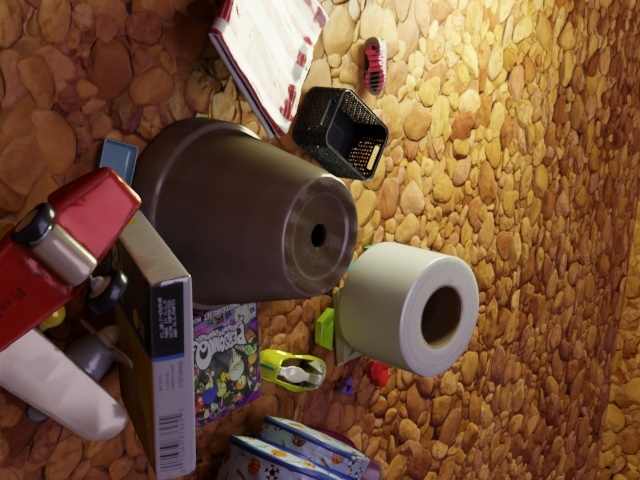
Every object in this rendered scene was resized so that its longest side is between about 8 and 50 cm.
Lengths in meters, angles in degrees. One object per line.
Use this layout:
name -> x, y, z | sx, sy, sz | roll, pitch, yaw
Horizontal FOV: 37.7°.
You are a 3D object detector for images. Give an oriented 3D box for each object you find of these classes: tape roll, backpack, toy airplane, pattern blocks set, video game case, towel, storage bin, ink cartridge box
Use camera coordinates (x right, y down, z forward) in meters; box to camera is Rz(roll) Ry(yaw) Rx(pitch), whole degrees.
tape roll -> 0.181, 0.135, 1.887 | 0.246, 0.169, 0.246 | -12, 107, -42
backpack -> -0.053, 0.440, 1.712 | 0.263, 0.276, 0.213 | 23, 76, -45
toy airplane -> -0.425, 0.081, 1.179 | 0.384, 0.272, 0.386 | 0, 112, -14
pattern blocks set -> 0.082, 0.167, 1.988 | 0.285, 0.026, 0.325 | -1, 100, -52
video game case -> -0.197, 0.215, 1.636 | 0.232, 0.041, 0.210 | -19, 115, -48
towel -> -0.078, -0.362, 1.566 | 0.237, 0.037, 0.329 | 58, 36, -41
storage bin -> 0.042, -0.204, 1.799 | 0.180, 0.084, 0.122 | 38, 69, -50
ink cartridge box -> -0.254, 0.127, 1.343 | 0.072, 0.307, 0.304 | -11, 117, -24

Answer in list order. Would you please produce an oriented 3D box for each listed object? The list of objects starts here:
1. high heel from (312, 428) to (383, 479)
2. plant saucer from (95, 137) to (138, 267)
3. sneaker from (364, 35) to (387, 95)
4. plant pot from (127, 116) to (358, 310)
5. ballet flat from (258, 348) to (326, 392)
high heel -> -0.031, 0.576, 1.921 | 0.181, 0.127, 0.377 | 33, 75, -20
plant saucer -> -0.325, -0.056, 1.426 | 0.067, 0.018, 0.192 | 12, 90, -52
sneaker -> 0.119, -0.354, 1.896 | 0.057, 0.047, 0.119 | -29, 122, -58
plant pot -> -0.105, -0.029, 1.501 | 0.323, 0.280, 0.323 | -14, 109, -49
ballet flat -> -0.041, 0.258, 1.815 | 0.231, 0.077, 0.077 | 21, 81, -52
